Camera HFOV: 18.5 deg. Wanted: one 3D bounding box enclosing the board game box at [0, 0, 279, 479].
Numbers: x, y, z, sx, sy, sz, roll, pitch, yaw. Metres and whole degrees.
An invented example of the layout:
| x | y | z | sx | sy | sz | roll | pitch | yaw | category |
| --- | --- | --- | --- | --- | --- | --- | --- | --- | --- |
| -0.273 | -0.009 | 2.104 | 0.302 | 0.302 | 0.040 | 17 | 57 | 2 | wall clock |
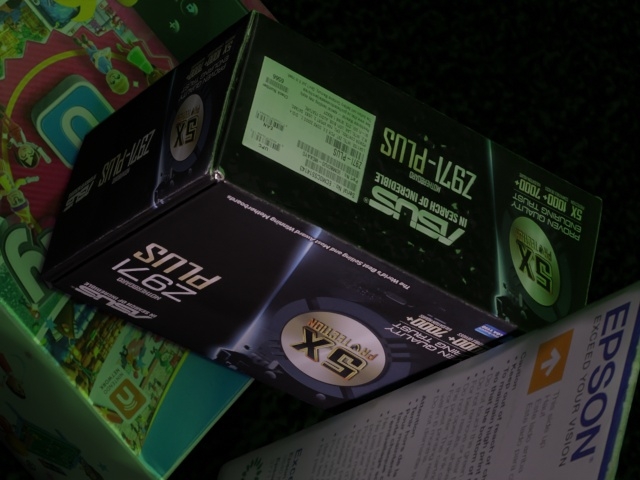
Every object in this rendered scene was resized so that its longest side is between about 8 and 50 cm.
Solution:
| x | y | z | sx | sy | sz | roll | pitch | yaw | category |
| --- | --- | --- | --- | --- | --- | --- | --- | --- | --- |
| -0.128 | -0.060 | 0.908 | 0.303 | 0.097 | 0.224 | 50 | 53 | -10 | board game box |

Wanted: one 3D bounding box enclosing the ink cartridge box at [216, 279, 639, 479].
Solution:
| x | y | z | sx | sy | sz | roll | pitch | yaw | category |
| --- | --- | --- | --- | --- | --- | --- | --- | --- | --- |
| 0.017 | 0.205 | 0.757 | 0.071 | 0.330 | 0.324 | 31 | 58 | -21 | ink cartridge box |

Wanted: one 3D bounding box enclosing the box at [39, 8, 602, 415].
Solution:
| x | y | z | sx | sy | sz | roll | pitch | yaw | category |
| --- | --- | --- | --- | --- | --- | --- | --- | --- | --- |
| 0.000 | 0.000 | 0.819 | 0.180 | 0.147 | 0.077 | 27 | 60 | -25 | box |
